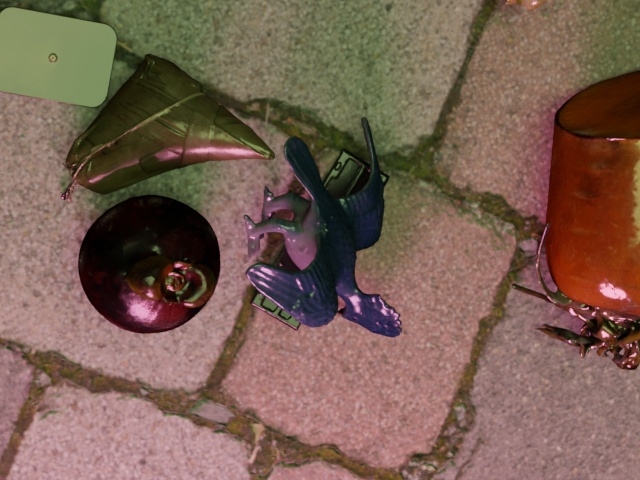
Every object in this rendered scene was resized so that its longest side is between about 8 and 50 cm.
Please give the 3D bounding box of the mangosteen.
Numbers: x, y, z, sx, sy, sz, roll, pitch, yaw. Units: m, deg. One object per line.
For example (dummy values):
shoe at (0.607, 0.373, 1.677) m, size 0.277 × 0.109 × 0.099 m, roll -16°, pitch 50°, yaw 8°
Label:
mangosteen at (-0.174, 0.026, 1.800) m, size 0.152 × 0.152 × 0.152 m, roll -1°, pitch 99°, yaw -9°

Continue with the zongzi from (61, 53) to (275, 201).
zongzi at (-0.164, -0.074, 1.791) m, size 0.178 × 0.081 × 0.189 m, roll 41°, pitch 91°, yaw 18°

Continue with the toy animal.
toy animal at (0.012, -0.003, 1.819) m, size 0.176 × 0.255 × 0.239 m, roll 17°, pitch 53°, yaw 15°

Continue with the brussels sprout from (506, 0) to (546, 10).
brussels sprout at (0.191, -0.333, 1.813) m, size 0.183 × 0.131 × 0.145 m, roll 29°, pitch 98°, yaw -8°

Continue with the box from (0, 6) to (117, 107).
box at (-0.278, -0.190, 1.807) m, size 0.126 × 0.031 × 0.091 m, roll 8°, pitch 97°, yaw -11°

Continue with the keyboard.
keyboard at (0.000, 0.000, 1.894) m, size 0.064 × 0.010 × 0.198 m, roll 31°, pitch 92°, yaw -11°

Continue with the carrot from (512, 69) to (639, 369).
carrot at (0.332, -0.016, 1.851) m, size 0.214 × 0.193 × 0.331 m, roll -13°, pitch 108°, yaw -45°
